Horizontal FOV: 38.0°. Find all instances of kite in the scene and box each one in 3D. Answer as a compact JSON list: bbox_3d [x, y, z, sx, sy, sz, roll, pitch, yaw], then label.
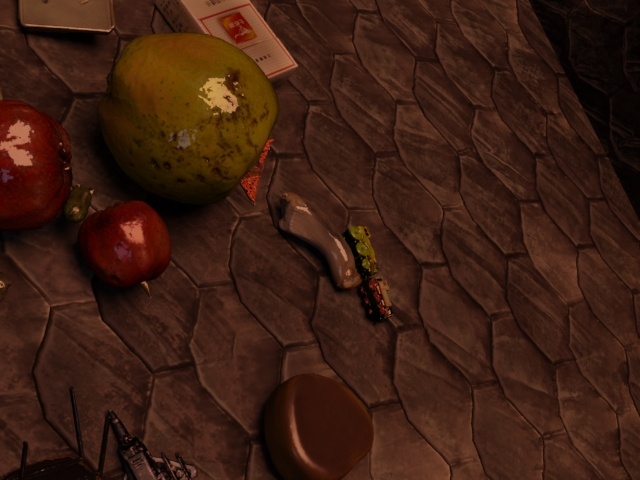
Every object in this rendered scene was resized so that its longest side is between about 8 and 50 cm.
[{"bbox_3d":[-0.186,-0.194,2.226,0.125,0.008,0.222,29,49,-19],"label":"kite"}]

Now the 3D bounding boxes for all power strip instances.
[{"bbox_3d":[-0.581,-0.542,2.112,0.213,0.064,0.198,0,63,-22],"label":"power strip"}]

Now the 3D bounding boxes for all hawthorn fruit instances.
[{"bbox_3d":[-0.373,0.021,1.832,0.179,0.179,0.200,-30,92,-44],"label":"hawthorn fruit"},{"bbox_3d":[-0.618,-0.140,1.721,0.300,0.254,0.254,2,57,-5],"label":"hawthorn fruit"}]

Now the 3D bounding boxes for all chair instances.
[{"bbox_3d":[-0.444,0.401,1.548,0.159,0.172,0.246,-12,113,-41],"label":"chair"}]

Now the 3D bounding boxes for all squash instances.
[{"bbox_3d":[-0.483,-0.074,1.853,0.052,0.052,0.183,31,12,-18],"label":"squash"}]

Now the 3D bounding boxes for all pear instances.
[{"bbox_3d":[-0.287,-0.267,1.962,0.391,0.391,0.391,19,52,-27],"label":"pear"}]

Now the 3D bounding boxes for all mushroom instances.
[{"bbox_3d":[0.001,-0.002,2.186,0.278,0.099,0.096,48,50,-6],"label":"mushroom"}]

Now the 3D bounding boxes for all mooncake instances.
[{"bbox_3d":[-0.016,0.386,1.902,0.235,0.117,0.234,20,50,-25],"label":"mooncake"}]

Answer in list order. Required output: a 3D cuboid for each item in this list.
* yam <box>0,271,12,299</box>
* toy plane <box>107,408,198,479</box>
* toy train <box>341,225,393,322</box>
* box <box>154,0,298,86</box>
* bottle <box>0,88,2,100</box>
[{"bbox_3d":[-0.677,0.030,1.672,0.253,0.061,0.061,34,47,-13],"label":"yam"},{"bbox_3d":[-0.325,0.406,1.682,0.169,0.078,0.246,-28,77,-16],"label":"toy plane"},{"bbox_3d":[0.117,0.081,2.247,0.085,0.053,0.249,2,62,-43],"label":"toy train"},{"bbox_3d":[-0.234,-0.516,2.340,0.210,0.095,0.330,-32,86,-44],"label":"box"},{"bbox_3d":[-0.723,-0.262,1.817,0.072,0.072,0.201,51,45,1],"label":"bottle"}]
